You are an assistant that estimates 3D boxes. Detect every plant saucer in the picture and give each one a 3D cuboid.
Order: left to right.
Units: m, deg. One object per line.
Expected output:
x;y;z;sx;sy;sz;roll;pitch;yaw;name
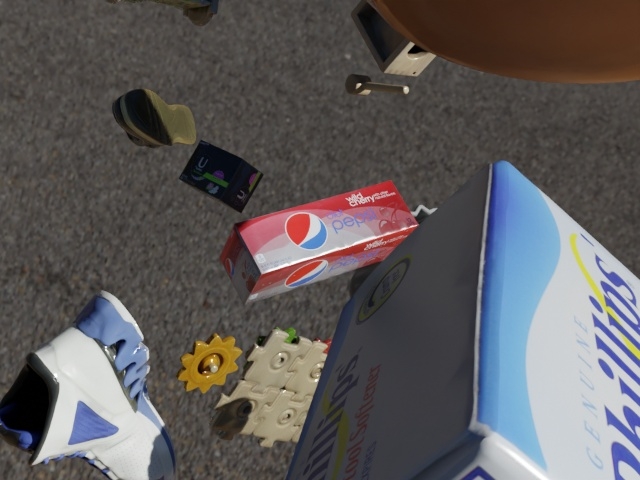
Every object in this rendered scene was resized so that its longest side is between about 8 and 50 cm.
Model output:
0.099;-0.109;0.370;0.199;0.200;0.037;13;78;-18;plant saucer

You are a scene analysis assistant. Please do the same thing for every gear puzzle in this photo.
-0.069;0.189;1.250;0.339;0.175;0.044;23;15;-47;gear puzzle

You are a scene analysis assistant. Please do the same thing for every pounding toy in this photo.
0.129;-0.306;1.496;0.094;0.206;0.181;-3;59;-43;pounding toy

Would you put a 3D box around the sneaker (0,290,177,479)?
-0.300;0.224;1.157;0.182;0.316;0.127;-31;43;-29;sneaker

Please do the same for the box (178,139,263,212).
-0.129;-0.083;1.214;0.083;0.062;0.052;26;-5;37;box

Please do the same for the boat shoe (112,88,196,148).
-0.253;-0.170;1.375;0.223;0.073;0.080;-6;83;-75;boat shoe

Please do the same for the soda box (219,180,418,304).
0.000;0.000;1.289;0.263;0.092;0.083;-17;65;-31;soda box

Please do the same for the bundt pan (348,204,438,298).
0.173;0.109;1.677;0.330;0.124;0.331;15;67;-42;bundt pan

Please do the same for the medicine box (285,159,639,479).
0.136;0.141;0.456;0.289;0.149;0.263;41;26;-9;medicine box

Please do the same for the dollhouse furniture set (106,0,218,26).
-0.219;-0.287;0.963;0.181;0.101;0.161;5;3;-39;dollhouse furniture set
